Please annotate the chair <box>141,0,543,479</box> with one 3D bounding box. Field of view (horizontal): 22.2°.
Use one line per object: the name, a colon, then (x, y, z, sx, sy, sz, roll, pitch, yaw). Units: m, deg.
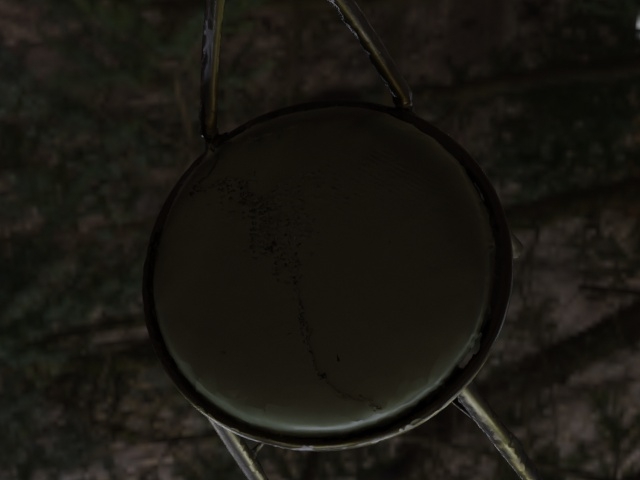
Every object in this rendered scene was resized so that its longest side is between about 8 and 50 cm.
chair: (0.000, 0.000, 0.641, 0.159, 0.326, 0.170, -8, -114, 9)
